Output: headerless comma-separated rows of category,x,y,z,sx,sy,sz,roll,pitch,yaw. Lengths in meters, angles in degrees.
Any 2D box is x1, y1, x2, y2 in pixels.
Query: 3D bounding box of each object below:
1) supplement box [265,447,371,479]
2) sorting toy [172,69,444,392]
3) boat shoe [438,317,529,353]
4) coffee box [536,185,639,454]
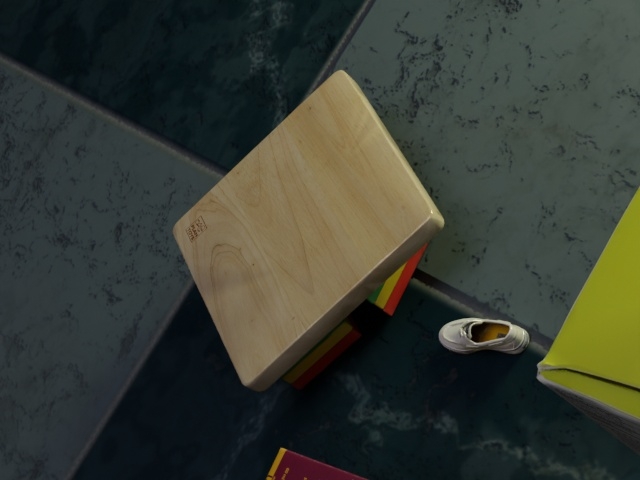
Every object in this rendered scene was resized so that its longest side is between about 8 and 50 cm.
supplement box,0.039,0.262,1.708,0.188,0.104,0.081,13,74,46
sorting toy,0.000,0.000,1.926,0.255,0.089,0.257,-43,42,13
boat shoe,0.147,0.087,1.772,0.100,0.035,0.035,5,68,44
coffee box,0.425,0.061,1.304,0.338,0.334,0.338,23,81,48
